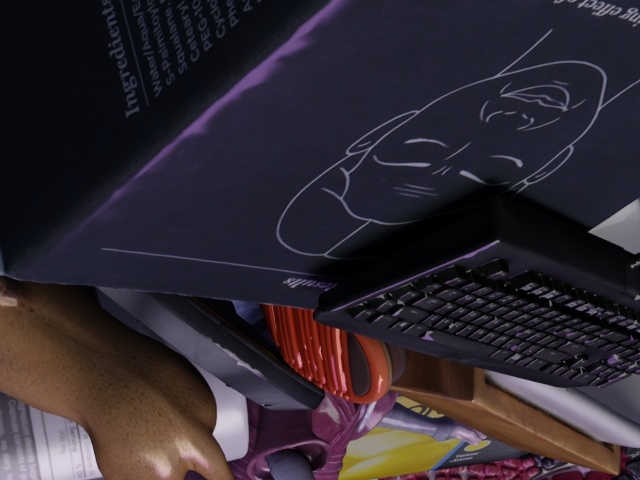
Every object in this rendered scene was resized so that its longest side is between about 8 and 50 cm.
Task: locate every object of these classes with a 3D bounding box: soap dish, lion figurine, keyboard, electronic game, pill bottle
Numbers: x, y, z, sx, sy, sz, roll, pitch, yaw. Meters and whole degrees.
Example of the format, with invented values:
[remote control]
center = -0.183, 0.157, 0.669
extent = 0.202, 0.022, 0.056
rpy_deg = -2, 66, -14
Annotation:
[soap dish]
center = 0.140, 0.033, 1.217
extent = 0.118, 0.229, 0.291
rpy_deg = -8, 160, 26
[lion figurine]
center = -0.174, 0.068, 1.056
extent = 0.392, 0.142, 0.240
rpy_deg = 23, 160, -3
[keyboard]
center = 0.154, 0.027, 0.926
extent = 0.201, 0.033, 0.317
rpy_deg = -30, 155, 25
[electronic game]
center = -0.091, 0.034, 1.098
extent = 0.048, 0.229, 0.229
rpy_deg = -53, 151, -1
[pill bottle]
center = -0.205, 0.118, 1.250
extent = 0.283, 0.161, 0.161
rpy_deg = -10, 155, -12

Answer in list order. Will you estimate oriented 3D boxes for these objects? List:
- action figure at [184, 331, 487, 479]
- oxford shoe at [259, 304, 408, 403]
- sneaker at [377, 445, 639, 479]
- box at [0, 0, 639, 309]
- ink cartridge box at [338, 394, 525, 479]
[action figure]
center = -0.038, 0.177, 1.417
extent = 0.370, 0.276, 0.248
rpy_deg = -65, 162, 10
[oxford shoe]
center = 0.000, 0.000, 1.043
extent = 0.098, 0.271, 0.097
rpy_deg = -16, 126, -17
[sneaker]
center = 0.209, 0.253, 1.842
extent = 0.299, 0.121, 0.112
rpy_deg = -10, -173, 6
[box]
center = 0.059, -0.145, 0.789
extent = 0.293, 0.212, 0.395
rpy_deg = 8, 146, -42
[ink cartridge box]
center = 0.112, 0.141, 1.598
extent = 0.304, 0.072, 0.307
rpy_deg = -3, 155, -22
